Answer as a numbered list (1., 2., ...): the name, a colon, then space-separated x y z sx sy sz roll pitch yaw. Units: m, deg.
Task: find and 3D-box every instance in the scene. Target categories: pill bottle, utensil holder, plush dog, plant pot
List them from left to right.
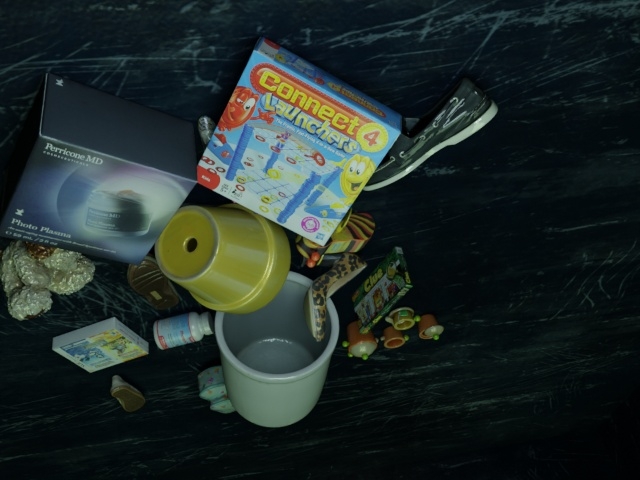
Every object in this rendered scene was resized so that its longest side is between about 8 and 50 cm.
1. plush dog: -0.602 0.016 1.432 0.225 0.262 0.210 -43 94 19
2. pill bottle: -0.394 0.256 1.875 0.160 0.087 0.087 -14 144 3
3. plant pot: -0.228 0.029 1.432 0.254 0.254 0.239 -25 161 17
4. utensil holder: -0.126 0.320 1.849 0.328 0.327 0.385 -6 146 -9

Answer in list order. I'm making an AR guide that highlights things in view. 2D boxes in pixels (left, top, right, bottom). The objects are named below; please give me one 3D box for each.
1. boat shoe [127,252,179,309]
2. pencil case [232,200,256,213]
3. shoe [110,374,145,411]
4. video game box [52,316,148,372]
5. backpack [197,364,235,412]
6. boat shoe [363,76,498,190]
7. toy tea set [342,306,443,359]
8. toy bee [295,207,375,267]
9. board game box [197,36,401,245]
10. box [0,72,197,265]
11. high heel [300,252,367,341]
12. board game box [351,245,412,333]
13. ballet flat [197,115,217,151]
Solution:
1. boat shoe: -0.428 0.084 1.626 0.095 0.095 0.257 -16 151 -9
2. pencil case: -0.092 -0.162 1.392 0.104 0.104 0.236 23 128 -38
3. shoe: -0.650 0.514 2.180 0.077 0.058 0.219 -28 150 -12
4. video game box: -0.645 0.312 1.912 0.205 0.048 0.187 -19 146 9
5. backpack: -0.315 0.493 2.171 0.166 0.144 0.188 -24 139 25
6. boat shoe: 0.202 -0.229 1.387 0.340 0.127 0.113 -29 112 33
7. toy tea set: 0.236 0.324 2.116 0.336 0.124 0.200 -19 143 10
8. toy bee: 0.000 0.000 1.588 0.298 0.162 0.195 -7 145 -8
9. board game box: -0.050 -0.181 1.262 0.308 0.086 0.302 27 123 -10
10. box: -0.442 -0.124 1.279 0.296 0.182 0.294 15 134 -32
11. high heel: 0.049 0.143 1.708 0.186 0.261 0.093 3 150 -16
12. board game box: 0.171 0.145 1.851 0.030 0.136 0.259 12 137 -24
13. ballet flat: -0.228 -0.206 1.347 0.041 0.041 0.114 -10 143 -4
